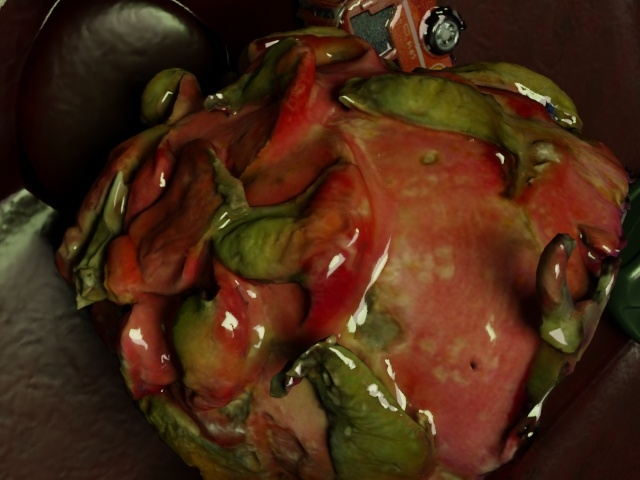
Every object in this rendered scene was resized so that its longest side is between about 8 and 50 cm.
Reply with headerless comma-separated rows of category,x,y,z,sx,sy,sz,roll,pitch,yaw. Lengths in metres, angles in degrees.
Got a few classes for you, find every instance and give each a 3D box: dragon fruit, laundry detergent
dragon fruit,0.000,0.000,0.604,0.296,0.263,0.314,-58,175,-45
laundry detergent,0.341,0.042,1.029,0.144,0.078,0.222,-56,133,-11

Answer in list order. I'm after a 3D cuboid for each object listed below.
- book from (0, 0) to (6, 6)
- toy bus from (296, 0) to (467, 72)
book,-0.252,-0.094,0.522,0.127,0.014,0.181,44,74,-38
toy bus,0.060,-0.092,0.754,0.096,0.073,0.234,-36,124,-20
